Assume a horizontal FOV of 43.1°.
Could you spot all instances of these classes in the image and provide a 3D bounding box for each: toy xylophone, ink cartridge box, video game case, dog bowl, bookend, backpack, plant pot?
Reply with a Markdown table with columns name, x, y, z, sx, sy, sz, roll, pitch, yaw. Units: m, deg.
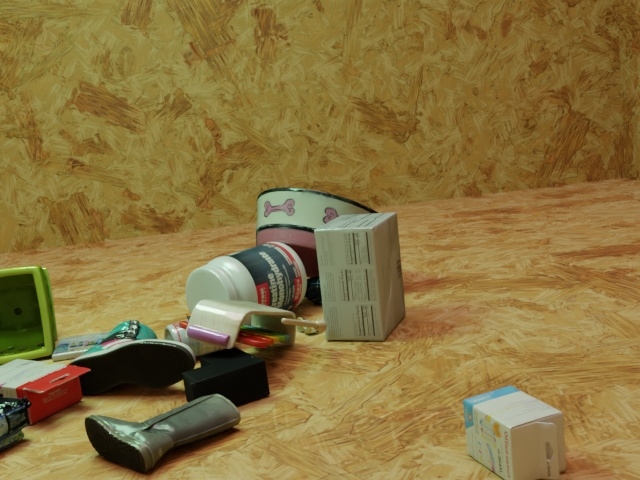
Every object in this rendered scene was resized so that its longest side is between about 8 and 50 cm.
| name | x | y | z | sx | sy | sz | roll | pitch | yaw |
| --- | --- | --- | --- | --- | --- | --- | --- | --- | --- |
| toy xylophone | -0.135 | 0.184 | 1.732 | 0.236 | 0.081 | 0.322 | 10 | -1 | 32 |
| ink cartridge box | -0.581 | 0.303 | 1.630 | 0.231 | 0.078 | 0.134 | 0 | 13 | 32 |
| video game case | -0.578 | 0.261 | 2.019 | 0.157 | 0.019 | 0.143 | -7 | 11 | -9 |
| dog bowl | 0.000 | 0.000 | 2.279 | 0.408 | 0.150 | 0.408 | 14 | -15 | 4 |
| ink cartridge box | 0.284 | 0.283 | 1.172 | 0.090 | 0.092 | 0.143 | -11 | 11 | -19 |
| bookend | -0.206 | 0.272 | 1.581 | 0.157 | 0.072 | 0.156 | -14 | 12 | -31 |
| backpack | -0.595 | 0.333 | 1.458 | 0.105 | 0.084 | 0.114 | 1 | 9 | 30 |
| plant pot | -0.784 | 0.181 | 2.041 | 0.227 | 0.228 | 0.207 | -8 | 3 | -8 |

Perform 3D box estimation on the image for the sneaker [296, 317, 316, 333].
| name | x | y | z | sx | sy | sz | roll | pitch | yaw |
| --- | --- | --- | --- | --- | --- | --- | --- | --- | --- |
| sneaker | -0.030 | 0.207 | 1.955 | 0.037 | 0.032 | 0.083 | 4 | 10 | -27 |

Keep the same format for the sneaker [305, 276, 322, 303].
| name | x | y | z | sx | sy | sz | roll | pitch | yaw |
| --- | --- | --- | --- | --- | --- | --- | --- | --- | --- |
| sneaker | 0.023 | 0.137 | 2.167 | 0.090 | 0.081 | 0.232 | -16 | 7 | -29 |

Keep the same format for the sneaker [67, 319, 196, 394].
| name | x | y | z | sx | sy | sz | roll | pitch | yaw |
| --- | --- | --- | --- | --- | --- | --- | --- | --- | --- |
| sneaker | -0.371 | 0.240 | 1.715 | 0.295 | 0.124 | 0.178 | -10 | 17 | 19 |

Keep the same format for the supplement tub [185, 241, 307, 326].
| name | x | y | z | sx | sy | sz | roll | pitch | yaw |
| --- | --- | --- | --- | --- | --- | --- | --- | --- | --- |
| supplement tub | -0.185 | 0.119 | 2.061 | 0.191 | 0.191 | 0.272 | 3 | 14 | 42 |

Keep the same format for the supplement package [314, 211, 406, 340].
| name | x | y | z | sx | sy | sz | roll | pitch | yaw |
| --- | --- | --- | --- | --- | --- | --- | --- | --- | --- |
| supplement package | 0.097 | 0.080 | 1.904 | 0.145 | 0.262 | 0.204 | -1 | 11 | 21 |

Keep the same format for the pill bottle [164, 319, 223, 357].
| name | x | y | z | sx | sy | sz | roll | pitch | yaw |
| --- | --- | --- | --- | --- | --- | --- | --- | --- | --- |
| pill bottle | -0.270 | 0.219 | 1.862 | 0.160 | 0.087 | 0.087 | -12 | 12 | -28 |

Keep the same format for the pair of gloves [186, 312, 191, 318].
| name | x | y | z | sx | sy | sz | roll | pitch | yaw |
| --- | --- | --- | --- | --- | --- | --- | --- | --- | --- |
| pair of gloves | -0.319 | 0.200 | 2.208 | 0.083 | 0.010 | 0.074 | -1 | 12 | 24 |

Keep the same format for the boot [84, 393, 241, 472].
| name | x | y | z | sx | sy | sz | roll | pitch | yaw |
| --- | --- | --- | --- | --- | --- | --- | --- | --- | --- |
| boot | -0.272 | 0.313 | 1.400 | 0.189 | 0.076 | 0.208 | 19 | 30 | 34 |
